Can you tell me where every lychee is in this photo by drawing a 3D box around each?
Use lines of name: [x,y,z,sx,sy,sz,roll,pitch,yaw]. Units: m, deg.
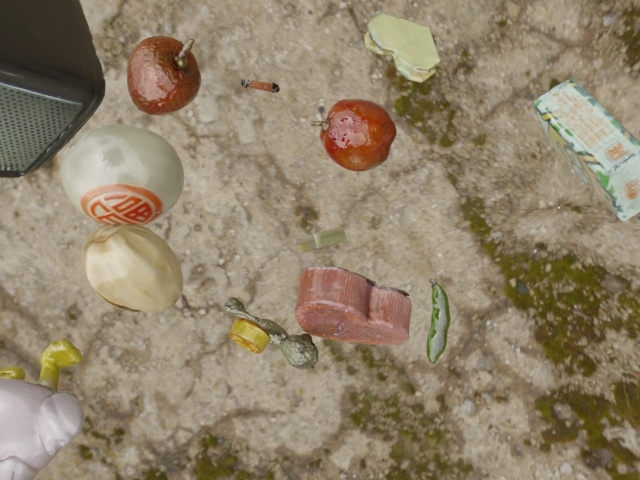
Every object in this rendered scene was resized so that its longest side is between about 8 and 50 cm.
lychee: [-0.499,-0.537,1.884,0.300,0.255,0.254,-19,86,27]

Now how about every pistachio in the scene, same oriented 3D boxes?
pistachio: [-0.349,0.058,1.094,0.158,0.229,0.157,-10,55,15]

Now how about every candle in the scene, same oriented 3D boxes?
candle: [0.051,0.186,1.456,0.287,0.317,0.131,-21,50,48]
candle: [-0.128,-0.326,1.227,0.167,0.026,0.021,29,106,55]

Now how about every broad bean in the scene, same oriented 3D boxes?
broad bean: [0.337,0.234,1.657,0.065,0.046,0.254,1,96,-4]

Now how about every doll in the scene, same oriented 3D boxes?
doll: [-0.123,0.241,1.520,0.091,0.202,0.286,-50,33,-20]
doll: [-0.295,0.262,0.556,0.160,0.094,0.365,-27,51,4]

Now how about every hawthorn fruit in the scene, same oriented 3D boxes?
hawthorn fruit: [0.086,-0.303,1.648,0.205,0.254,0.204,-5,84,57]

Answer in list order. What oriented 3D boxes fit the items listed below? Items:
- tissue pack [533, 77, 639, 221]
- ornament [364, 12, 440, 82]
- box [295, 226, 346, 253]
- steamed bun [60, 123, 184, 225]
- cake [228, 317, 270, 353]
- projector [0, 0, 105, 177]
tissue pack: [0.677,-0.224,1.427,0.128,0.228,0.310,-35,46,16]
ornament: [0.225,-0.497,1.460,0.201,0.180,0.059,42,150,10]
box: [0.000,0.000,1.254,0.083,0.080,0.035,-18,87,57]
steamed bun: [-0.469,-0.133,1.384,0.283,0.283,0.177,-23,57,22]
cake: [-0.142,0.190,1.164,0.084,0.084,0.044,22,61,20]
projector: [-0.525,-0.301,0.705,0.242,0.405,0.394,-35,69,28]
